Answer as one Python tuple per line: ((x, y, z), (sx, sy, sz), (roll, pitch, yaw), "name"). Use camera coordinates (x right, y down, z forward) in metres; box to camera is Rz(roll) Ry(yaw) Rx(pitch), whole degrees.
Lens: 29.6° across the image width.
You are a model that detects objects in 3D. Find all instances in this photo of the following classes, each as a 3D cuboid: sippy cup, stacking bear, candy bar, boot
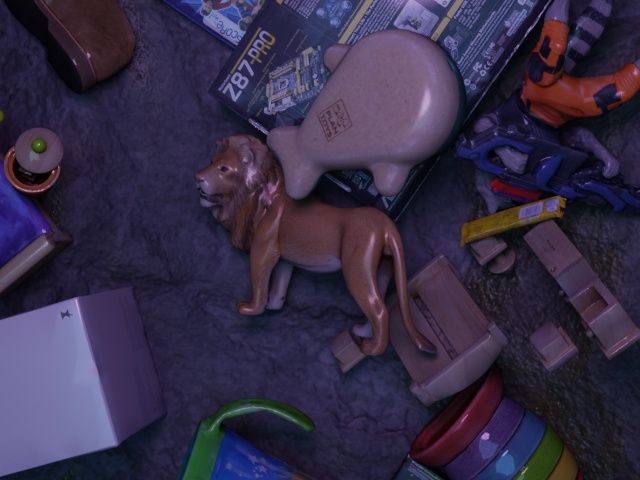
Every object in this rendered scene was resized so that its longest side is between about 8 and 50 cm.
((-0.099, 0.388, 1.661), (0.224, 0.240, 0.305), (20, 133, -5), "sippy cup")
((0.285, 0.328, 1.641), (0.289, 0.164, 0.175), (41, 96, 0), "stacking bear")
((0.254, -0.026, 1.617), (0.161, 0.040, 0.018), (-17, 132, 33), "candy bar")
((-0.382, -0.356, 1.745), (0.115, 0.112, 0.305), (-33, 82, -23), "boot")

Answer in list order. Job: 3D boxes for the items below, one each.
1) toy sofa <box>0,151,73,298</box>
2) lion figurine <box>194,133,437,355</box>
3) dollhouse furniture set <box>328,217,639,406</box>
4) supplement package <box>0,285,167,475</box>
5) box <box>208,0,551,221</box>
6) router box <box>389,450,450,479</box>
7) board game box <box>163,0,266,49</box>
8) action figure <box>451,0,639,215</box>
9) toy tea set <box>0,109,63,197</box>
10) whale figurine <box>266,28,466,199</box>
((-0.530, -0.089, 1.713), (0.150, 0.177, 0.363), (-38, 86, 6), "toy sofa")
((0.000, 0.000, 1.630), (0.392, 0.142, 0.240), (14, 99, 29), "lion figurine")
((0.229, 0.162, 1.605), (0.355, 0.303, 0.174), (-38, 122, 7), "dollhouse furniture set")
((-0.355, 0.188, 1.654), (0.198, 0.262, 0.199), (-16, 89, 7), "supplement package")
((0.084, -0.273, 1.631), (0.318, 0.097, 0.395), (34, 104, -1), "box")
((0.150, 0.370, 1.711), (0.122, 0.038, 0.092), (35, 96, 4), "router box")
((-0.125, -0.355, 1.728), (0.201, 0.035, 0.136), (35, 95, 5), "board game box")
((0.337, -0.161, 1.616), (0.341, 0.179, 0.330), (22, 120, -30), "action figure")
((-0.512, -0.106, 1.595), (0.336, 0.124, 0.200), (-19, 81, -16), "toy tea set")
((0.064, -0.151, 1.548), (0.272, 0.141, 0.216), (-31, 73, 27), "whale figurine")
